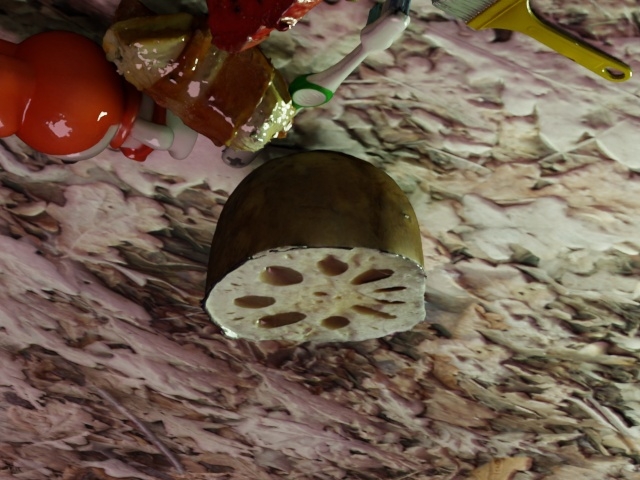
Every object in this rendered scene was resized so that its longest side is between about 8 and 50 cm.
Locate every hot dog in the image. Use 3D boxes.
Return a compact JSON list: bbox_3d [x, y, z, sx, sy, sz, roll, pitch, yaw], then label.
[{"bbox_3d":[-0.116,-0.170,1.596,0.213,0.103,0.146,37,168,-22],"label":"hot dog"}]

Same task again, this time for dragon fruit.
[{"bbox_3d":[-0.018,-0.253,1.442,0.192,0.122,0.092,-19,178,42],"label":"dragon fruit"}]

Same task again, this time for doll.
[{"bbox_3d":[-0.267,-0.150,1.646,0.290,0.161,0.130,14,112,-30],"label":"doll"}]

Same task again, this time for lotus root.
[{"bbox_3d":[0.000,0.000,1.765,0.272,0.192,0.272,3,148,2],"label":"lotus root"}]

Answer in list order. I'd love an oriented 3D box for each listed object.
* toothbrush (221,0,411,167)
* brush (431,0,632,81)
[{"bbox_3d":[-0.014,-0.148,1.641,0.042,0.040,0.418,22,152,-18],"label":"toothbrush"},{"bbox_3d":[0.207,-0.193,1.484,0.205,0.011,0.083,25,150,-22],"label":"brush"}]
